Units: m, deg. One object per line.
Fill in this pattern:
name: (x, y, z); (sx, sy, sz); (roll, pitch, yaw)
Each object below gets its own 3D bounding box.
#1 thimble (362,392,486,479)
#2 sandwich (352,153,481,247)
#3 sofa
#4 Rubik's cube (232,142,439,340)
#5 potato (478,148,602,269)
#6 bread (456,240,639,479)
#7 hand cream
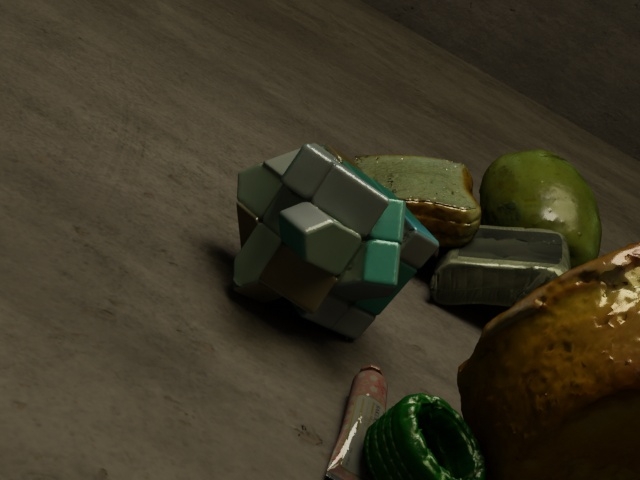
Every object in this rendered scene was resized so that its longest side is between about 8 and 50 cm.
thimble: (0.113, 0.238, 1.133); (0.118, 0.090, 0.130); (24, 39, -34)
sandwich: (0.146, -0.070, 1.736); (0.226, 0.087, 0.251); (6, 23, 0)
sofa: (0.294, 0.086, 1.700); (0.226, 0.175, 0.210); (3, 21, 9)
Rubik's cube: (0.000, 0.000, 1.362); (0.213, 0.224, 0.265); (29, 15, -46)
potato: (0.411, -0.051, 1.960); (0.216, 0.215, 0.304); (22, 22, -18)
bread: (0.356, 0.181, 1.185); (0.398, 0.398, 0.215); (20, 38, -22)
hand cream: (0.048, 0.214, 1.202); (0.067, 0.043, 0.209); (31, 29, -9)
